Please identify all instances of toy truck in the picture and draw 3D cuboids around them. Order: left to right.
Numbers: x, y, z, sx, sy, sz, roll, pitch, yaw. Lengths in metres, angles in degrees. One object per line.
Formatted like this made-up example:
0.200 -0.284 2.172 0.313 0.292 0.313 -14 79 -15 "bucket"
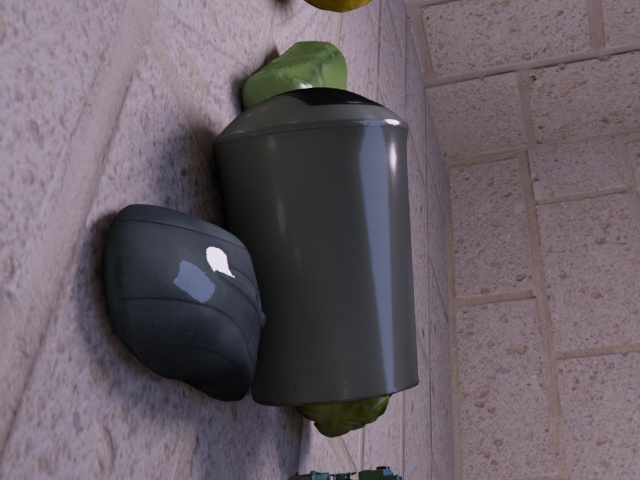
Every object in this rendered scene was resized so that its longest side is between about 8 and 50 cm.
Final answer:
0.039 0.393 1.448 0.081 0.175 0.067 39 45 -61 "toy truck"

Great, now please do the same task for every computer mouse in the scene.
-0.130 0.077 1.081 0.371 0.121 0.188 58 28 -65 "computer mouse"

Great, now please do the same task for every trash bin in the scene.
0.000 0.000 1.308 0.280 0.280 0.432 -3 87 -76 "trash bin"

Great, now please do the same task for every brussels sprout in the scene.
0.048 0.220 1.524 0.161 0.223 0.223 38 25 -7 "brussels sprout"

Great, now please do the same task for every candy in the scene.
-0.038 -0.262 1.614 0.343 0.131 0.142 -58 158 -66 "candy"

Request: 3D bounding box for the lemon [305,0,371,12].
0.030 -0.578 1.783 0.316 0.285 0.286 69 18 -65 "lemon"
